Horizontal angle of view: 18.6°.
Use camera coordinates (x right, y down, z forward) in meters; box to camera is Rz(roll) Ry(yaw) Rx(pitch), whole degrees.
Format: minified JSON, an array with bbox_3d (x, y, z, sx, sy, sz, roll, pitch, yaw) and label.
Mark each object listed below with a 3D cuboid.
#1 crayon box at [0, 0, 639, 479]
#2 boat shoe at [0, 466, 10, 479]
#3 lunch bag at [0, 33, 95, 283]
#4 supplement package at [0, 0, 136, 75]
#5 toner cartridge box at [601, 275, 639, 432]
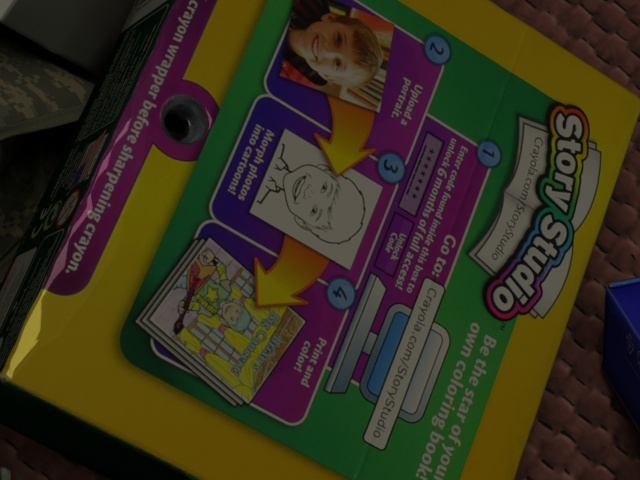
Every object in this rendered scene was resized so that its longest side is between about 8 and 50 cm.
[{"bbox_3d":[0.000,0.000,1.183,0.313,0.106,0.363,30,67,-19],"label":"crayon box"},{"bbox_3d":[-0.234,0.162,1.150,0.113,0.105,0.306,-19,47,-12],"label":"boat shoe"},{"bbox_3d":[-0.281,-0.068,1.191,0.235,0.169,0.287,32,34,15],"label":"lunch bag"},{"bbox_3d":[-0.172,-0.277,1.225,0.198,0.199,0.262,34,92,11],"label":"supplement package"},{"bbox_3d":[0.304,0.137,1.136,0.165,0.075,0.348,-11,37,-11],"label":"toner cartridge box"}]
